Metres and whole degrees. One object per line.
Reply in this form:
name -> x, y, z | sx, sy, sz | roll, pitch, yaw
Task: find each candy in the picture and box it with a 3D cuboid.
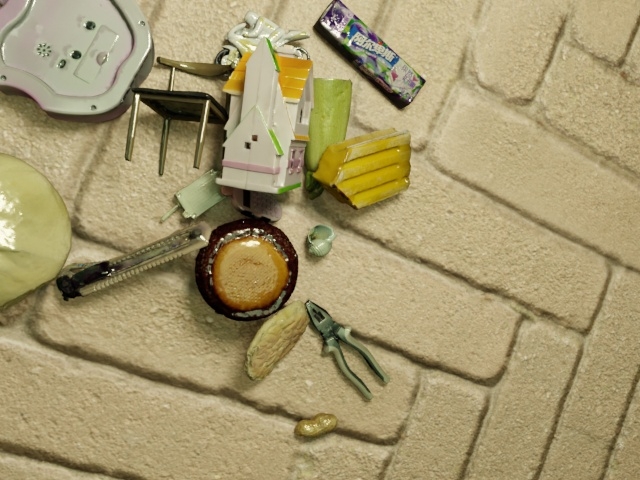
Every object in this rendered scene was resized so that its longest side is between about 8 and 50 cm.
candy -> 0.126, -0.460, 1.279 | 0.312, 0.061, 0.088 | 37, 81, -16

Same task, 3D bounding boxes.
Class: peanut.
peanut -> -0.010, 0.475, 1.322 | 0.113, 0.054, 0.054 | -13, 98, -15

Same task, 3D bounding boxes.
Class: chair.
chair -> -0.290, -0.279, 1.099 | 0.188, 0.166, 0.272 | 7, 87, 10

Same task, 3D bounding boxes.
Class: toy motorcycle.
toy motorcycle -> -0.135, -0.455, 1.196 | 0.228, 0.074, 0.151 | -5, 101, -7

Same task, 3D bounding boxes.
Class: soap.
soap -> 0.104, -0.168, 1.231 | 0.257, 0.080, 0.160 | -21, 121, -33

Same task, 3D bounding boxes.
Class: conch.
conch -> -0.003, 0.002, 1.282 | 0.085, 0.056, 0.076 | -35, 86, -41

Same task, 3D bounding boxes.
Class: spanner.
spanner -> 0.061, 0.279, 1.331 | 0.095, 0.040, 0.325 | -41, 106, -11

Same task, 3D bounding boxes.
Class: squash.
squash -> 0.012, -0.245, 1.250 | 0.137, 0.137, 0.288 | -5, 108, -16

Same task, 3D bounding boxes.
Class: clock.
clock -> -0.113, -0.270, 1.106 | 0.166, 0.235, 0.310 | 11, 101, 8
clock -> -0.522, -0.417, 1.067 | 0.338, 0.102, 0.339 | -1, 94, -16

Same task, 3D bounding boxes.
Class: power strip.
power strip -> -0.293, -0.095, 1.191 | 0.175, 0.042, 0.075 | -35, 103, -12

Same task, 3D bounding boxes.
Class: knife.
knife -> -0.407, 0.038, 1.108 | 0.365, 0.043, 0.089 | -21, 69, 2

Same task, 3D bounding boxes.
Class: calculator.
calculator -> -0.161, -0.093, 1.207 | 0.166, 0.103, 0.024 | 23, 133, -30

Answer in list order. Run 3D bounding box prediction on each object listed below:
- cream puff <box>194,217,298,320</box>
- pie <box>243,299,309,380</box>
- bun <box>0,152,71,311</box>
cream puff -> -0.168, 0.065, 1.179 | 0.239, 0.165, 0.239 | -1, 95, -16
pie -> -0.105, 0.234, 1.214 | 0.052, 0.185, 0.218 | 37, 81, 20
bun -> -0.692, -0.010, 0.998 | 0.364, 0.202, 0.364 | -1, 92, -17
